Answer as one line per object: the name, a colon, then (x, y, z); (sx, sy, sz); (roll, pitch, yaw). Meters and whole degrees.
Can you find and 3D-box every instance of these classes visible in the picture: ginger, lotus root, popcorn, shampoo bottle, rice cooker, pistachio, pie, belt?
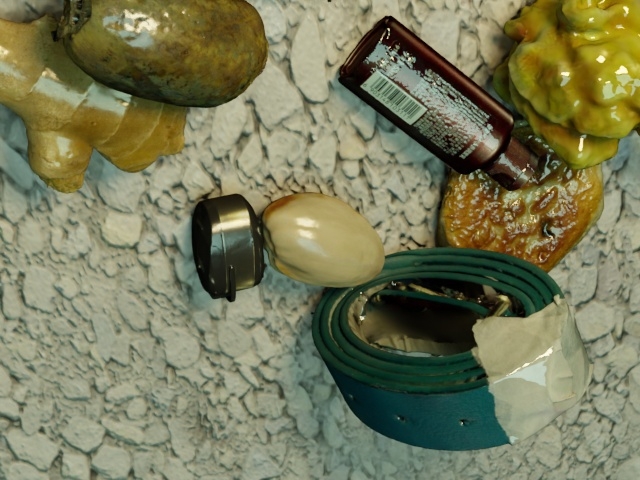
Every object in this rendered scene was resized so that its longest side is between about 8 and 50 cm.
ginger: (-0.359, -0.199, 1.463); (0.375, 0.166, 0.236); (14, 127, -8)
lotus root: (-0.187, -0.250, 1.357); (0.275, 0.152, 0.160); (5, 158, -40)
popcorn: (0.417, -0.231, 1.619); (0.290, 0.326, 0.321); (-19, 83, -1)
shampoo bottle: (0.186, -0.192, 1.625); (0.323, 0.084, 0.129); (33, 110, -20)
rice cooker: (-0.140, 0.009, 1.657); (0.106, 0.112, 0.165); (-19, 125, -14)
pistachio: (0.000, 0.000, 1.690); (0.215, 0.144, 0.144); (19, 113, -34)
pie: (0.327, -0.062, 1.788); (0.315, 0.092, 0.315); (-6, 117, -13)
belt: (0.194, 0.165, 1.695); (0.300, 0.436, 0.173); (-55, 130, -32)
